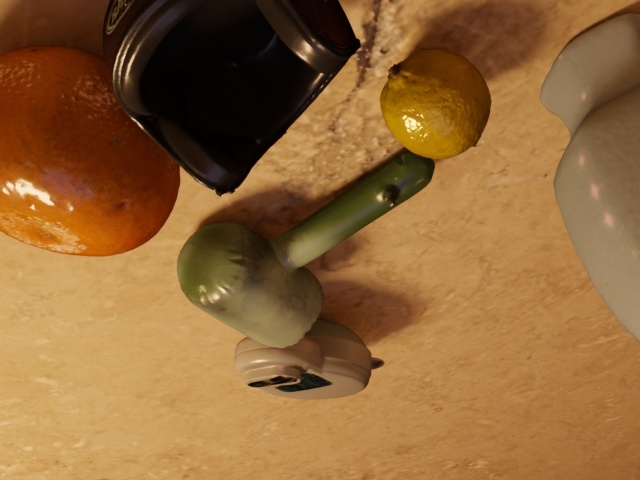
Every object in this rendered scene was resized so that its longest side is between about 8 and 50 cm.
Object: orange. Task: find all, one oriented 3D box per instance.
[{"bbox_3d":[-0.237,-0.081,0.805,0.224,0.170,0.224,13,160,5],"label":"orange"}]

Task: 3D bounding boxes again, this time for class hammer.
[{"bbox_3d":[0.000,0.000,1.051,0.335,0.119,0.206,-34,141,19],"label":"hammer"}]

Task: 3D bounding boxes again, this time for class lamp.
[{"bbox_3d":[-0.027,0.168,1.257,0.179,0.108,0.246,-19,155,29],"label":"lamp"}]

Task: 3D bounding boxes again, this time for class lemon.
[{"bbox_3d":[0.117,-0.140,0.876,0.109,0.109,0.133,-34,128,29],"label":"lemon"}]

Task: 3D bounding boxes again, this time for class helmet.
[{"bbox_3d":[-0.076,-0.160,0.718,0.216,0.193,0.189,10,135,-46],"label":"helmet"}]

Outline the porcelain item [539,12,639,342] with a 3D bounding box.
[{"bbox_3d":[0.364,-0.029,0.840,0.242,0.405,0.178,13,137,-30],"label":"porcelain item"}]
